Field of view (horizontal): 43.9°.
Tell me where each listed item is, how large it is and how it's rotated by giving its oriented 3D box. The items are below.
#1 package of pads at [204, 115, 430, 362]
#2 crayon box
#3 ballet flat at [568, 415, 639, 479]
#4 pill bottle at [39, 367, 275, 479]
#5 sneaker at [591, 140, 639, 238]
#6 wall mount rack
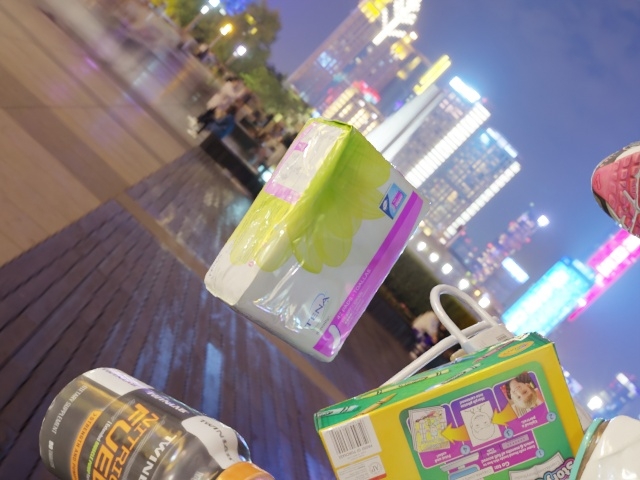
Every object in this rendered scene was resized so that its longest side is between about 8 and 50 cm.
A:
[{"bbox_3d":[0.000,0.000,1.118,0.101,0.297,0.229,25,-9,48],"label":"package of pads"},{"bbox_3d":[0.151,0.231,0.893,0.081,0.278,0.165,-125,-165,-86],"label":"crayon box"},{"bbox_3d":[0.254,0.366,0.745,0.139,0.400,0.139,18,6,-2],"label":"ballet flat"},{"bbox_3d":[-0.160,0.227,0.800,0.245,0.131,0.130,16,-13,35],"label":"pill bottle"},{"bbox_3d":[0.414,-0.075,1.032,0.112,0.121,0.299,22,17,35],"label":"sneaker"},{"bbox_3d":[0.212,0.229,1.017,0.350,0.130,0.304,49,32,21],"label":"wall mount rack"}]
